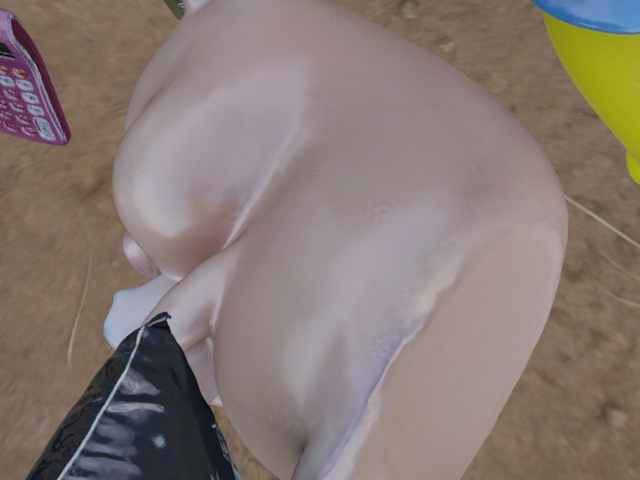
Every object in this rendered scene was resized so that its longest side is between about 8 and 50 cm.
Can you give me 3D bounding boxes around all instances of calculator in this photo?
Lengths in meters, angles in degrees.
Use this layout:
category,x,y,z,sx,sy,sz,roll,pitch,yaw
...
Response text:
category,x,y,z,sx,sy,sz,roll,pitch,yaw
calculator,-0.340,-0.181,1.513,0.126,0.190,0.034,14,54,26

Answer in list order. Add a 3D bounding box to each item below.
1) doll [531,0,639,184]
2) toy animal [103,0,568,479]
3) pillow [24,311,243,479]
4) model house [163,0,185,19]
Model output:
category,x,y,z,sx,sy,sz,roll,pitch,yaw
doll,0.238,-0.083,0.852,0.363,0.199,0.145,36,55,-24
toy animal,-0.004,-0.001,0.691,0.256,0.195,0.213,39,85,30
pillow,-0.062,0.138,0.535,0.055,0.141,0.208,5,137,20
model house,-0.132,-0.347,1.565,0.176,0.248,0.181,-14,62,8
